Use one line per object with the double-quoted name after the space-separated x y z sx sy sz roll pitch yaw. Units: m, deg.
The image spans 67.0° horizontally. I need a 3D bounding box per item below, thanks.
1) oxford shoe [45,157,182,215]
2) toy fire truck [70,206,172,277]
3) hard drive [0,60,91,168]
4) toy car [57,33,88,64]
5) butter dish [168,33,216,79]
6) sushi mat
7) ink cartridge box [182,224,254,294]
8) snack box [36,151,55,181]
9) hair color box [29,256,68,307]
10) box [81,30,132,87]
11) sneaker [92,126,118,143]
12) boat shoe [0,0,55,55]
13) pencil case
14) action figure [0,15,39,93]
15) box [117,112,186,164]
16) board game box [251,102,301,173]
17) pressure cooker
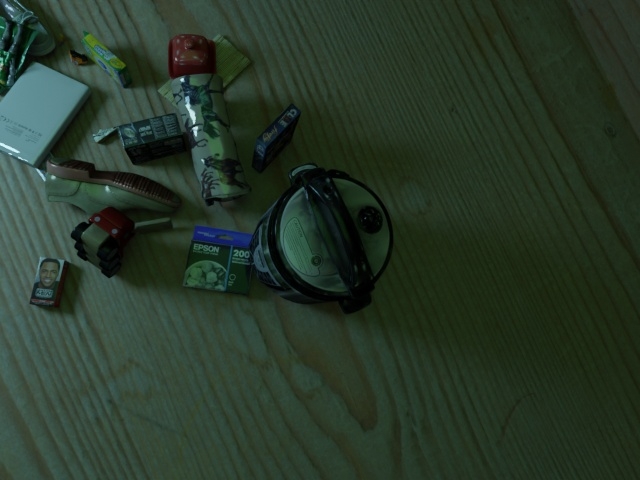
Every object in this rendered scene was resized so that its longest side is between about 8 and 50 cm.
-0.638 -0.138 1.503 0.397 0.140 0.146 16 107 -12 "oxford shoe"
-0.578 -0.025 1.437 0.159 0.217 0.246 36 60 -1 "toy fire truck"
-0.895 -0.397 1.515 0.203 0.040 0.307 25 72 0 "hard drive"
-0.822 -0.625 1.602 0.040 0.060 0.122 -47 68 27 "toy car"
-0.430 -0.624 1.604 0.160 0.118 0.160 -2 79 -9 "butter dish"
-0.396 -0.568 1.669 0.151 0.019 0.316 40 75 0 "sushi mat"
-0.317 0.060 1.546 0.206 0.045 0.208 8 76 -9 "ink cartridge box"
-0.859 -0.238 1.515 0.064 0.022 0.178 -35 87 -17 "snack box"
-0.808 0.125 1.441 0.072 0.043 0.141 7 77 -8 "hair color box"
-0.701 -0.589 1.572 0.179 0.105 0.043 43 74 1 "box"
-0.696 -0.349 1.562 0.083 0.032 0.037 -37 88 -16 "sneaker"
-0.993 -0.721 1.544 0.320 0.103 0.118 45 75 0 "boat shoe"
-0.339 -0.320 1.509 0.160 0.183 0.410 -16 93 -9 "pencil case"
-0.979 -0.565 1.507 0.137 0.063 0.232 21 102 -2 "action figure"
-0.528 -0.319 1.528 0.180 0.147 0.077 -18 83 -13 "box"
-0.146 -0.320 1.550 0.042 0.243 0.165 41 75 -2 "board game box"
0.005 -0.004 1.412 0.370 0.420 0.375 27 74 -13 "pressure cooker"
